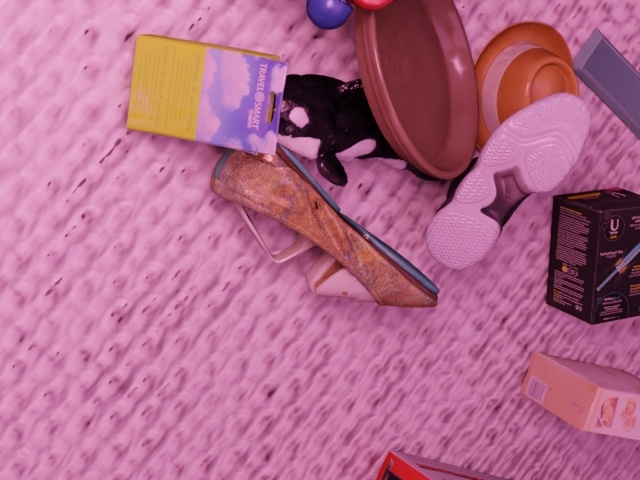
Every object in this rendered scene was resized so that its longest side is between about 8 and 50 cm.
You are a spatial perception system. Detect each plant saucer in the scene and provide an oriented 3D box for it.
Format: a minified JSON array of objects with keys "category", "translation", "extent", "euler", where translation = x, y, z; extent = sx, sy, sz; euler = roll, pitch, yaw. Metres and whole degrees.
[{"category":"plant saucer","translation":[0.417,-0.209,1.973],"extent":[0.192,0.018,0.067],"euler":[37,85,-33]},{"category":"plant saucer","translation":[0.113,-0.206,1.694],"extent":[0.278,0.041,0.278],"euler":[29,56,-55]}]

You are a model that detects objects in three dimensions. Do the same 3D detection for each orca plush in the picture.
[{"category":"orca plush","translation":[0.048,-0.139,1.678],"extent":[0.287,0.151,0.102],"euler":[27,130,-35]}]

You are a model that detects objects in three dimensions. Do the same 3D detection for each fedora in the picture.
[{"category":"fedora","translation":[0.277,-0.184,1.858],"extent":[0.194,0.079,0.194],"euler":[-10,111,-28]}]

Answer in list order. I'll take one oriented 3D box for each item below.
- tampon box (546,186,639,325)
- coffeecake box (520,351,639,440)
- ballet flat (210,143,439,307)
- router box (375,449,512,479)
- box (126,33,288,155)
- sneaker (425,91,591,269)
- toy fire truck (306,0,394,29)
[{"category":"tampon box","translation":[0.390,0.019,1.979],"extent":[0.120,0.101,0.161],"euler":[-7,108,-30]},{"category":"coffeecake box","translation":[0.400,0.224,2.027],"extent":[0.185,0.142,0.068],"euler":[13,99,-33]},{"category":"ballet flat","translation":[0.000,0.000,1.734],"extent":[0.348,0.123,0.123],"euler":[42,82,-30]},{"category":"router box","translation":[0.279,0.401,1.917],"extent":[0.335,0.301,0.082],"euler":[20,94,-34]},{"category":"box","translation":[-0.120,-0.161,1.578],"extent":[0.042,0.178,0.109],"euler":[-32,132,-69]},{"category":"sneaker","translation":[0.234,-0.090,1.800],"extent":[0.101,0.153,0.268],"euler":[39,111,-4]},{"category":"toy fire truck","translation":[0.013,-0.371,1.546],"extent":[0.302,0.169,0.254],"euler":[32,101,-1]}]
